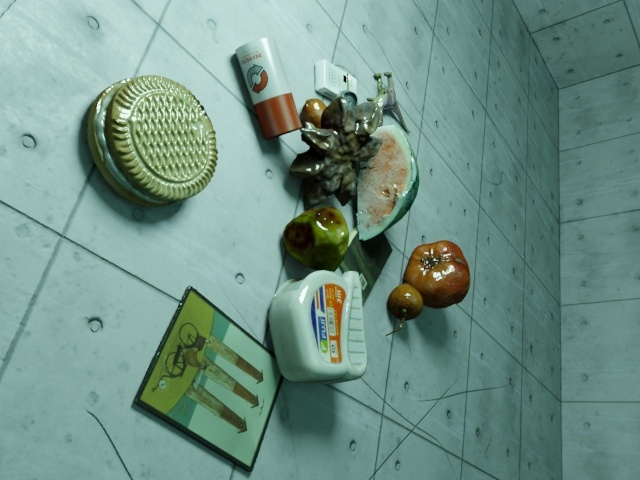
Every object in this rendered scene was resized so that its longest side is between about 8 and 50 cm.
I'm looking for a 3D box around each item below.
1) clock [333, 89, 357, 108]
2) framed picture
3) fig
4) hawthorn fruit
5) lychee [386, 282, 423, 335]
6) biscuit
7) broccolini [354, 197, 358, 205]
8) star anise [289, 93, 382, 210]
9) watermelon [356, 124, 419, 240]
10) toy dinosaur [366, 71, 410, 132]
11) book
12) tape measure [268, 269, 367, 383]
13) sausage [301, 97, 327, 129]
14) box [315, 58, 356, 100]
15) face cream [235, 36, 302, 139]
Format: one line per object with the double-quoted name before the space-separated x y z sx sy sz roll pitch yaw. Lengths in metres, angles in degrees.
"clock" 0.067 -0.378 1.651 0.085 0.017 0.085 -27 138 -27
"framed picture" -0.198 0.278 1.171 0.324 0.013 0.244 47 48 -34
"fig" 0.000 0.000 1.401 0.154 0.144 0.166 -49 133 -23
"hawthorn fruit" 0.372 0.130 1.825 0.243 0.207 0.208 60 39 -43
"lychee" 0.244 0.191 1.703 0.101 0.114 0.140 9 53 -27
"biscuit" -0.303 -0.186 1.100 0.259 0.079 0.259 19 66 -49
"broccolini" 0.109 -0.232 1.684 0.123 0.062 0.272 18 69 -40
"star anise" 0.047 -0.212 1.476 0.315 0.108 0.316 -22 126 -33
"watermelon" 0.177 -0.150 1.627 0.224 0.180 0.306 130 -39 -84
"toy dinosaur" 0.212 -0.432 1.876 0.251 0.072 0.200 -29 115 -64
"book" 0.128 0.038 1.655 0.160 0.024 0.228 60 41 -24
"tape measure" -0.001 0.195 1.361 0.265 0.130 0.259 15 65 -46
"sausage" 0.018 -0.289 1.556 0.198 0.076 0.076 51 44 -30
"box" 0.045 -0.436 1.658 0.154 0.040 0.084 13 70 -50
"face cream" -0.118 -0.350 1.374 0.095 0.095 0.214 -30 105 -52
